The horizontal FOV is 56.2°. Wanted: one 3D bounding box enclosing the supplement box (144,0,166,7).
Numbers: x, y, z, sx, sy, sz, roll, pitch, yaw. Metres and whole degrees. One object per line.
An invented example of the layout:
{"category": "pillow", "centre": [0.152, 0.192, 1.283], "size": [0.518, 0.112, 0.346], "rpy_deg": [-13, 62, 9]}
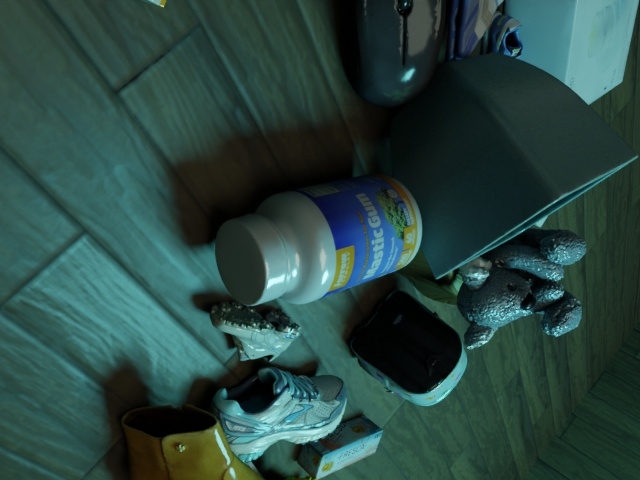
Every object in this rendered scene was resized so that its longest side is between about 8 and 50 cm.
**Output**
{"category": "supplement box", "centre": [-0.182, -0.267, 0.552], "size": [0.098, 0.036, 0.062], "rpy_deg": [15, 103, -50]}

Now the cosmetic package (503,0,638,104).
{"category": "cosmetic package", "centre": [0.441, -0.361, 1.067], "size": [0.225, 0.138, 0.224], "rpy_deg": [-32, 134, -27]}

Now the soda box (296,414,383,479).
{"category": "soda box", "centre": [0.041, 0.412, 1.203], "size": [0.183, 0.058, 0.063], "rpy_deg": [-4, 116, -46]}

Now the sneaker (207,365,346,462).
{"category": "sneaker", "centre": [-0.058, 0.260, 0.967], "size": [0.283, 0.110, 0.122], "rpy_deg": [-11, 118, -43]}

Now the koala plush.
{"category": "koala plush", "centre": [0.320, 0.087, 1.056], "size": [0.221, 0.203, 0.196], "rpy_deg": [-25, 116, -37]}

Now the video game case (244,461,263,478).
{"category": "video game case", "centre": [-0.168, 0.481, 1.058], "size": [0.173, 0.022, 0.190], "rpy_deg": [-40, 137, -21]}

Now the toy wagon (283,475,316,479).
{"category": "toy wagon", "centre": [-0.096, 0.539, 1.098], "size": [0.267, 0.068, 0.344], "rpy_deg": [-12, 129, -48]}

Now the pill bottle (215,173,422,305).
{"category": "pill bottle", "centre": [0.000, 0.000, 0.823], "size": [0.272, 0.152, 0.152], "rpy_deg": [-17, 125, -40]}

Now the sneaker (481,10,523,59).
{"category": "sneaker", "centre": [0.308, -0.311, 1.020], "size": [0.053, 0.059, 0.144], "rpy_deg": [-36, 137, -28]}

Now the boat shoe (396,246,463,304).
{"category": "boat shoe", "centre": [0.203, 0.021, 1.086], "size": [0.341, 0.122, 0.110], "rpy_deg": [45, 61, -60]}

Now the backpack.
{"category": "backpack", "centre": [0.173, 0.211, 1.110], "size": [0.166, 0.188, 0.144], "rpy_deg": [-46, 139, -17]}

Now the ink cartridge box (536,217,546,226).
{"category": "ink cartridge box", "centre": [0.451, -0.110, 1.266], "size": [0.135, 0.099, 0.056], "rpy_deg": [-57, 142, 0]}

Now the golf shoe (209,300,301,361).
{"category": "golf shoe", "centre": [-0.103, 0.144, 0.879], "size": [0.176, 0.069, 0.086], "rpy_deg": [24, 101, -50]}

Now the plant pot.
{"category": "plant pot", "centre": [0.250, -0.134, 0.895], "size": [0.248, 0.252, 0.247], "rpy_deg": [-23, 167, -39]}

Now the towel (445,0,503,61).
{"category": "towel", "centre": [0.261, -0.413, 0.853], "size": [0.285, 0.034, 0.209], "rpy_deg": [-55, 159, -20]}

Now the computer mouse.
{"category": "computer mouse", "centre": [0.090, -0.275, 0.760], "size": [0.189, 0.072, 0.272], "rpy_deg": [-11, 136, -3]}

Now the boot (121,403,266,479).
{"category": "boot", "centre": [-0.127, 0.328, 0.821], "size": [0.104, 0.295, 0.211], "rpy_deg": [-71, 164, -58]}
